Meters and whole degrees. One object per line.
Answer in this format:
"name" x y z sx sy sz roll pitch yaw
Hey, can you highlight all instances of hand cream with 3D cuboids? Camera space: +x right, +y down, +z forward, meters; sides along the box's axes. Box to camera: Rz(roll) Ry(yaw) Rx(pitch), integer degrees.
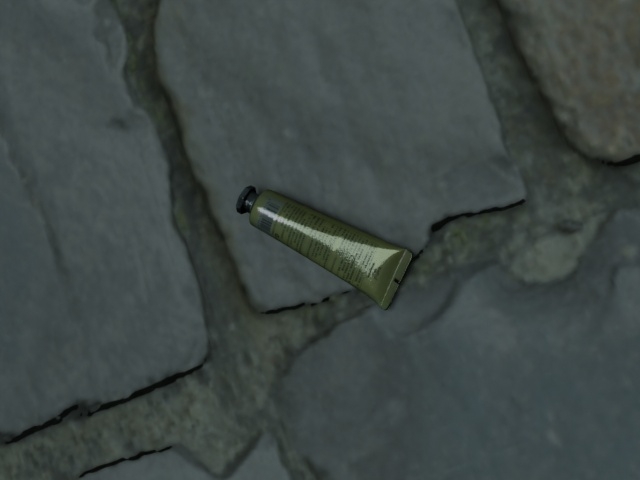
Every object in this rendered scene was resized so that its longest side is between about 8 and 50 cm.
"hand cream" 0.000 0.000 0.801 0.102 0.022 0.035 27 101 18
